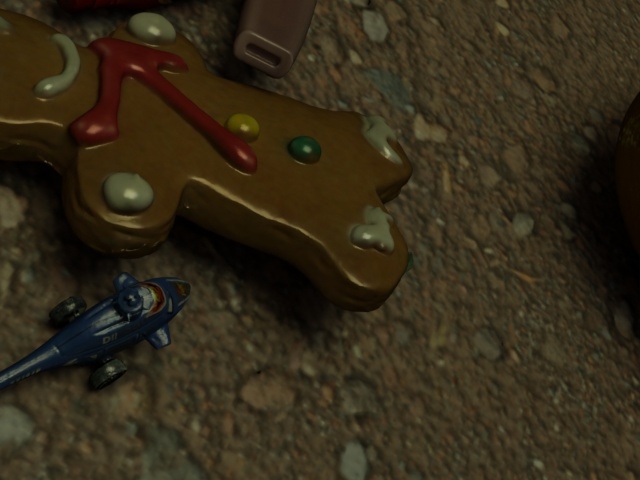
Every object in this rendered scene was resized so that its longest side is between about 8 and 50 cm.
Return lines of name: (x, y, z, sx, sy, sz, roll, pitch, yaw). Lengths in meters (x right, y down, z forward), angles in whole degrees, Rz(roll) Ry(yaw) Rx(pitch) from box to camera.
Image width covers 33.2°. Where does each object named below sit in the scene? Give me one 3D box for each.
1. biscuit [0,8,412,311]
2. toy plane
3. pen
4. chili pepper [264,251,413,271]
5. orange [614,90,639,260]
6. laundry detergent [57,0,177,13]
biscuit: (-0.091, -0.070, 0.669, 0.340, 0.047, 0.216, 21, 37, -13)
toy plane: (-0.138, 0.056, 0.577, 0.167, 0.062, 0.054, -28, 79, -33)
pen: (-0.032, -0.169, 0.790, 0.053, 0.032, 0.197, 26, 28, -9)
chili pepper: (0.001, -0.001, 0.725, 0.153, 0.041, 0.050, 21, 18, -23)
orange: (0.370, -0.050, 0.915, 0.334, 0.196, 0.262, -43, 104, -40)
laundry detergent: (-0.107, -0.197, 0.745, 0.165, 0.097, 0.049, -29, 79, -33)
